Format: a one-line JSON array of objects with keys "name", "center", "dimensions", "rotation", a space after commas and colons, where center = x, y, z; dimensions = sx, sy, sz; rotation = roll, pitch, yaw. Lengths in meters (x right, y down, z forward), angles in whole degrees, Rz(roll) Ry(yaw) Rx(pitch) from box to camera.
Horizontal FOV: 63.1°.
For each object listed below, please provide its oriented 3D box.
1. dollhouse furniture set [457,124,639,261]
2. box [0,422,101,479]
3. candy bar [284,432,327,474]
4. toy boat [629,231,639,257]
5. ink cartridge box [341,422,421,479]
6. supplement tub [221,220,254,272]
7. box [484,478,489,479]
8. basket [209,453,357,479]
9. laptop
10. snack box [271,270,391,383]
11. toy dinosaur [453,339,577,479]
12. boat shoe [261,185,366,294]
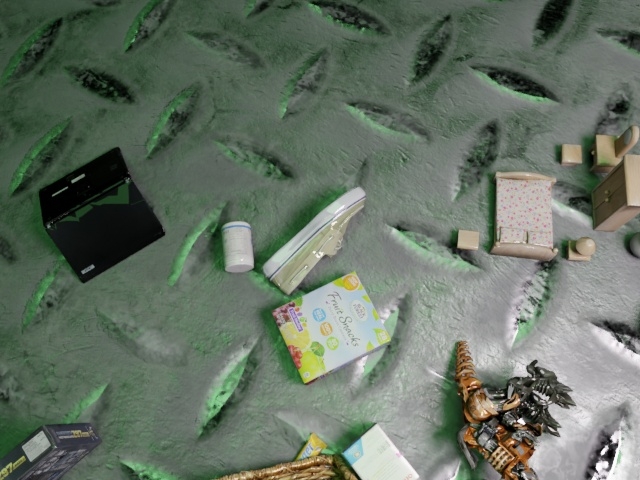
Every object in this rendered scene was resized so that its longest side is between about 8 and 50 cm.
[{"name": "dollhouse furniture set", "center": [0.501, -0.126, 1.158], "dimensions": [0.356, 0.174, 0.303], "rotation": [5, 71, 6]}, {"name": "box", "center": [-0.583, 0.463, 1.036], "dimensions": [0.233, 0.183, 0.059], "rotation": [-40, 73, -8]}, {"name": "candy bar", "center": [-0.050, 0.477, 1.078], "dimensions": [0.040, 0.018, 0.161], "rotation": [36, 77, 15]}, {"name": "toy boat", "center": [0.785, 0.107, 1.088], "dimensions": [0.268, 0.148, 0.318], "rotation": [-31, 79, -1]}, {"name": "ink cartridge box", "center": [0.123, 0.450, 1.036], "dimensions": [0.092, 0.090, 0.143], "rotation": [-37, 74, -8]}, {"name": "supplement tub", "center": [-0.194, 0.015, 1.217], "dimensions": [0.071, 0.071, 0.107], "rotation": [-8, 72, 2]}, {"name": "box", "center": [0.433, 0.554, 0.968], "dimensions": [0.275, 0.113, 0.094], "rotation": [21, 75, 12]}, {"name": "basket", "center": [-0.053, 0.518, 0.921], "dimensions": [0.299, 0.213, 0.223], "rotation": [-3, 71, -19]}, {"name": "laptop", "center": [-0.550, -0.073, 1.304], "dimensions": [0.234, 0.136, 0.264], "rotation": [-32, 46, -7]}, {"name": "snack box", "center": [0.023, 0.191, 1.142], "dimensions": [0.207, 0.070, 0.174], "rotation": [-26, 71, -6]}, {"name": "toy dinosaur", "center": [0.355, 0.332, 1.012], "dimensions": [0.219, 0.164, 0.321], "rotation": [-15, 67, -7]}, {"name": "boat shoe", "center": [0.000, 0.000, 1.203], "dimensions": [0.302, 0.109, 0.094], "rotation": [-42, 89, -1]}]
